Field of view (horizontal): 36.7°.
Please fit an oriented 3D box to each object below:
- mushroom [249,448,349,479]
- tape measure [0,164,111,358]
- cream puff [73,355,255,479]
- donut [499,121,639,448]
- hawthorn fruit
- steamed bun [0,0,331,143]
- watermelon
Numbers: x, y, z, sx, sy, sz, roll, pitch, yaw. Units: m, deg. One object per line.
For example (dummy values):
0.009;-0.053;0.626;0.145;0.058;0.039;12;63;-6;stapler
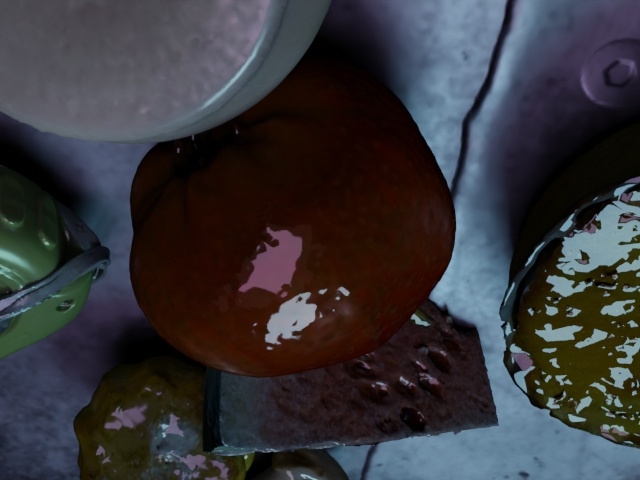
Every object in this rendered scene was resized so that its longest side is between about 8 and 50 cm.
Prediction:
-0.062;0.312;0.873;0.109;0.097;0.351;12;124;-7;mushroom
-0.249;0.023;0.641;0.200;0.106;0.175;-22;144;18;tape measure
-0.119;0.158;0.754;0.146;0.116;0.146;0;89;-6;cream puff
0.248;0.026;0.644;0.272;0.107;0.272;4;130;5;donut
0.000;0.000;0.584;0.196;0.196;0.225;-33;132;24;hawthorn fruit
-0.097;-0.168;0.481;0.232;0.145;0.232;6;118;11;steamed bun
0.032;0.096;0.710;0.241;0.154;0.094;15;162;-20;watermelon
